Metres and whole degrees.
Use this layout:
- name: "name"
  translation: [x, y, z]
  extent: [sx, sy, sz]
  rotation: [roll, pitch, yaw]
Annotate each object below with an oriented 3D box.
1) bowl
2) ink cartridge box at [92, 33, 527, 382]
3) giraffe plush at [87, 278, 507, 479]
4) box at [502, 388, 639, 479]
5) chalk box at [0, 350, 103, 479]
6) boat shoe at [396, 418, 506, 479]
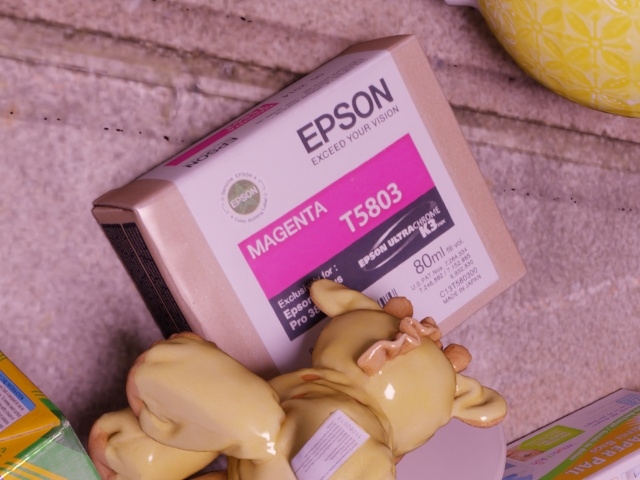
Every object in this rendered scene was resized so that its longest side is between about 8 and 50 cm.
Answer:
- name: "bowl"
  translation: [0.163, -0.226, 0.762]
  extent: [0.156, 0.289, 0.289]
  rotation: [-1, 92, 15]
- name: "ink cartridge box"
  translation: [0.000, 0.000, 0.735]
  extent: [0.235, 0.088, 0.193]
  rotation: [-35, 107, -22]
- name: "giraffe plush"
  translation: [0.002, 0.101, 0.614]
  extent: [0.181, 0.210, 0.170]
  rotation: [57, 41, -2]
- name: "box"
  translation: [0.211, 0.201, 0.836]
  extent: [0.203, 0.114, 0.103]
  rotation: [-19, 100, -28]
- name: "chalk box"
  translation: [-0.174, 0.188, 0.608]
  extent: [0.132, 0.132, 0.213]
  rotation: [-36, 125, -23]
- name: "boat shoe"
  translation: [0.001, 0.235, 0.737]
  extent: [0.127, 0.158, 0.340]
  rotation: [36, 44, 16]
